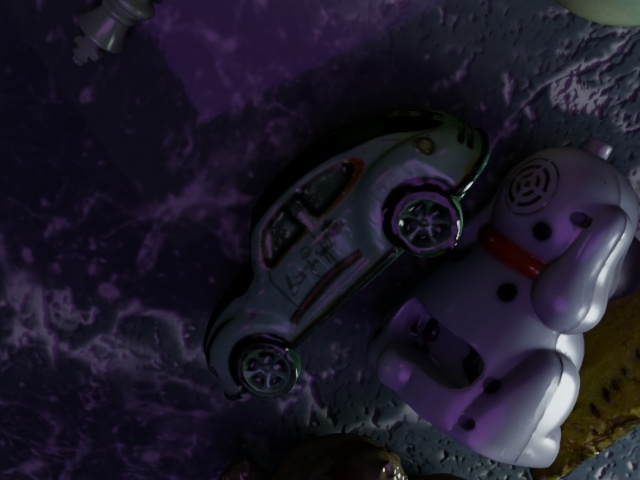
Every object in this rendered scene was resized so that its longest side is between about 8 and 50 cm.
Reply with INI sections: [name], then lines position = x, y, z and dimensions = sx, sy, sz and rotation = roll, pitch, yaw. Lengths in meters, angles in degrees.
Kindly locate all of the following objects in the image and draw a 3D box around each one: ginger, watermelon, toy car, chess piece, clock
[ginger]
position = 0.077, 0.293, 0.765
dimensions = 0.375, 0.176, 0.256
rotation = 20, 140, -1
[watermelon]
position = 0.303, 0.106, 0.692
dimensions = 0.123, 0.129, 0.301
rotation = 34, 119, -18
[toy car]
position = 0.000, 0.000, 0.622
dimensions = 0.125, 0.136, 0.306
rotation = 44, 111, -9
[chess piece]
position = -0.137, -0.181, 0.558
dimensions = 0.149, 0.059, 0.059
rotation = -39, 114, 23
[clock]
position = 0.174, 0.034, 0.642
dimensions = 0.189, 0.189, 0.254
rotation = 28, 99, -17

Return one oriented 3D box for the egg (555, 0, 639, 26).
[egg]
position = 0.198, -0.210, 0.517
dimensions = 0.114, 0.114, 0.152
rotation = -39, 117, 18
